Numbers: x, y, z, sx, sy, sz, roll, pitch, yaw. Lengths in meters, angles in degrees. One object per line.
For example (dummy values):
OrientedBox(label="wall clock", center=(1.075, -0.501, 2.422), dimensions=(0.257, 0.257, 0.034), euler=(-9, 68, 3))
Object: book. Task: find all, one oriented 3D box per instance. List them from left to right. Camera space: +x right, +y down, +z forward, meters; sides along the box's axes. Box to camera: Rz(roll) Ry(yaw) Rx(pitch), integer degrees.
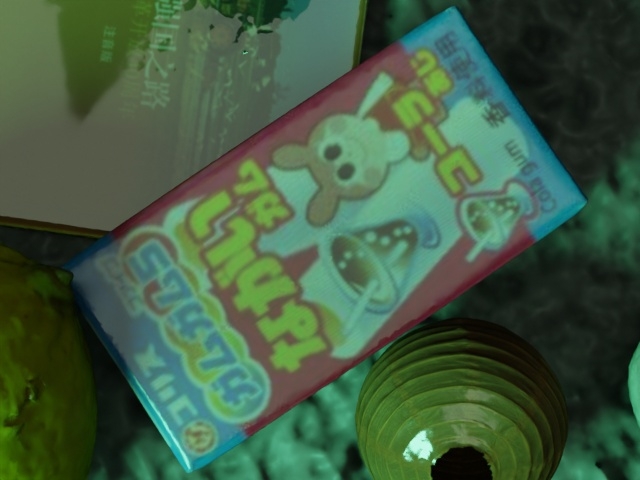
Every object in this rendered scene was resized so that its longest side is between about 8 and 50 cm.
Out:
OrientedBox(label="book", center=(-0.158, -0.133, 0.996), dimensions=(0.374, 0.028, 0.262), euler=(8, 84, -1))

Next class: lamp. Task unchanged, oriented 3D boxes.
OrientedBox(label="lamp", center=(0.090, 0.116, 0.924), dimensions=(0.136, 0.136, 0.136), euler=(0, 84, -2))

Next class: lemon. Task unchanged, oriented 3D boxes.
OrientedBox(label="lemon", center=(-0.248, 0.115, 0.865), dimensions=(0.228, 0.228, 0.253), euler=(14, 112, 0))

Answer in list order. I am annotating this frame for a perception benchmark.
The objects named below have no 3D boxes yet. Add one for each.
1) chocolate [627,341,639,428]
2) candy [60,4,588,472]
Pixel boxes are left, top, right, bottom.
OrientedBox(label="chocolate", center=(0.331, 0.149, 0.948), dimensions=(0.185, 0.100, 0.303), euler=(-40, 89, -16))
OrientedBox(label="candy", center=(0.000, 0.000, 0.929), dimensions=(0.306, 0.100, 0.157), euler=(-33, 88, -2))
